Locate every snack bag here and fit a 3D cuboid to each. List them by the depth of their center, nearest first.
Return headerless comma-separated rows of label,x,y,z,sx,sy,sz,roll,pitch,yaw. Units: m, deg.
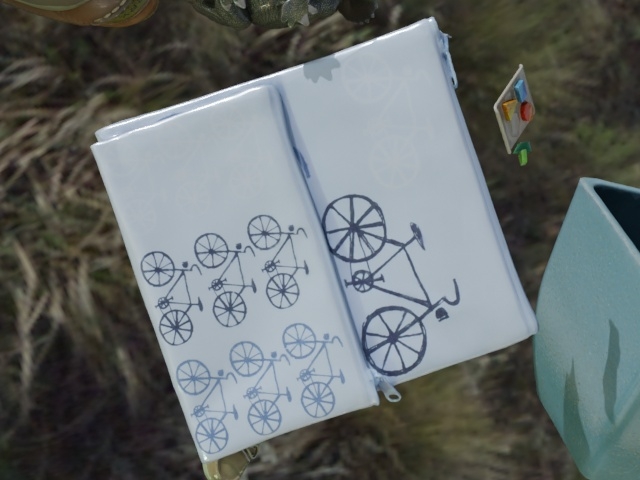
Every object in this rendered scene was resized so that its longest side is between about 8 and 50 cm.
snack bag,0.000,0.000,1.345,0.342,0.037,0.323,-18,89,2

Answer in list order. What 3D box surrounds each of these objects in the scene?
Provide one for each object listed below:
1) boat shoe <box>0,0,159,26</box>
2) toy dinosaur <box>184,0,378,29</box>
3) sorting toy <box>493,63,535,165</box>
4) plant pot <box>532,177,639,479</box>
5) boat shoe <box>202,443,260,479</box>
boat shoe,-0.244,-0.220,1.025,0.111,0.307,0.104,-57,154,2
toy dinosaur,-0.062,-0.239,1.401,0.313,0.160,0.121,-7,86,3
sorting toy,0.178,-0.107,1.322,0.062,0.012,0.083,-59,143,-30
plant pot,0.359,0.121,1.547,0.247,0.252,0.248,11,31,-25
boat shoe,-0.077,0.178,1.511,0.056,0.048,0.153,27,75,-28
